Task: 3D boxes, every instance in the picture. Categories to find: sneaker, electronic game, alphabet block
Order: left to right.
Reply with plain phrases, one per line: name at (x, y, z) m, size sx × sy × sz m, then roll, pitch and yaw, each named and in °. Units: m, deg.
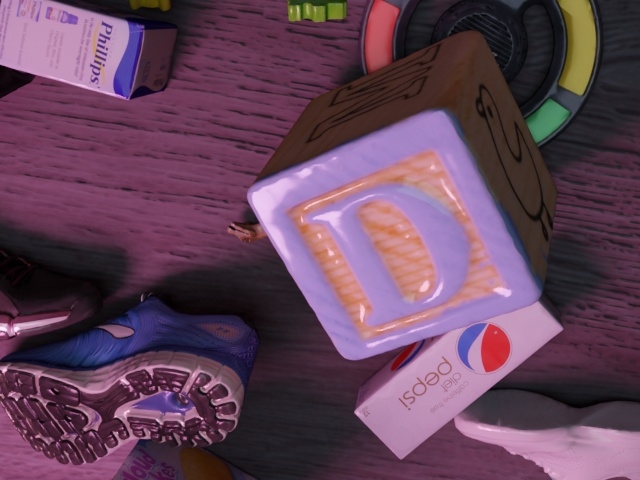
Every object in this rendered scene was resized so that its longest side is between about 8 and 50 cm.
sneaker at (-0.368, 0.014, 1.054) m, size 0.281 × 0.106 × 0.162 m, roll -2°, pitch 100°, yaw 8°
sneaker at (-0.201, 0.138, 1.058) m, size 0.330 × 0.147 × 0.129 m, roll -7°, pitch 118°, yaw 27°
alphabet block at (0.081, -0.042, 0.900) m, size 0.193 × 0.197 × 0.192 m, roll -19°, pitch 113°, yaw 26°
electronic game at (0.149, -0.183, 0.965) m, size 0.229 × 0.048 × 0.229 m, roll 2°, pitch 104°, yaw 7°
sneaker at (0.239, 0.212, 1.041) m, size 0.212 × 0.080 × 0.094 m, roll 6°, pitch 116°, yaw 5°

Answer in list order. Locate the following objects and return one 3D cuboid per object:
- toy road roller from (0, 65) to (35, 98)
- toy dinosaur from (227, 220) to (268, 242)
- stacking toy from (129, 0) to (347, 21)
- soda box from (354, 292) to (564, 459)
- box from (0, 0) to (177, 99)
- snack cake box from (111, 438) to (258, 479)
toy road roller at (-0.434, -0.223, 0.932) m, size 0.202 × 0.240 × 0.329 m, roll -24°, pitch 99°, yaw 12°
toy dinosaur at (0.000, 0.000, 1.037) m, size 0.183 × 0.053 × 0.092 m, roll 26°, pitch 121°, yaw 8°
stacking toy at (-0.083, -0.292, 0.938) m, size 0.221 × 0.052 × 0.167 m, roll 5°, pitch 130°, yaw 6°
soda box at (0.137, 0.120, 1.030) m, size 0.216 × 0.069 × 0.074 m, roll -42°, pitch 96°, yaw 15°
box at (-0.220, -0.188, 0.972) m, size 0.137 × 0.126 × 0.072 m, roll 16°, pitch 104°, yaw 3°
snack cake box at (-0.157, 0.297, 1.010) m, size 0.152 × 0.264 × 0.089 m, roll 31°, pitch 105°, yaw -1°
